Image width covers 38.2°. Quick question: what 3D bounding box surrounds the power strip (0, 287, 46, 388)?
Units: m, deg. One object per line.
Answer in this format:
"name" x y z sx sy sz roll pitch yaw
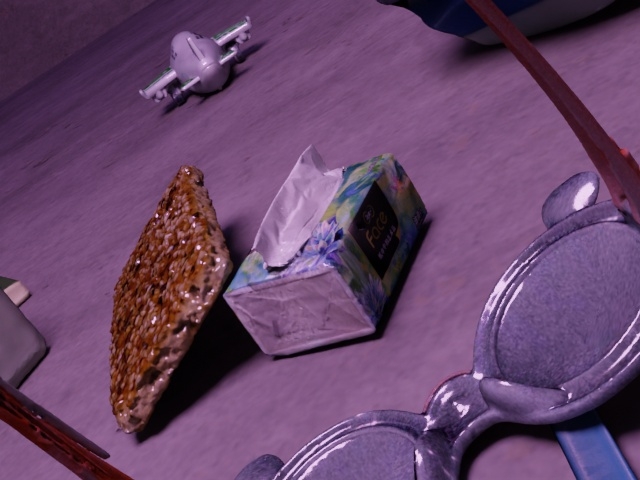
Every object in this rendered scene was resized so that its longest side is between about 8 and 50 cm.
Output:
"power strip" -0.363 0.100 0.754 0.224 0.140 0.139 -17 30 38

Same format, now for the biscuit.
"biscuit" -0.110 0.027 0.634 0.131 0.025 0.231 -61 19 10

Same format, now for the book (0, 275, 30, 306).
"book" -0.428 0.104 0.968 0.202 0.027 0.264 -47 27 -25

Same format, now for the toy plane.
"toy plane" -0.160 -0.234 1.202 0.174 0.080 0.174 -30 22 13

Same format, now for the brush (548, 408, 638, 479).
"brush" 0.104 0.097 0.305 0.051 0.014 0.164 -29 23 9

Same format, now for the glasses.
"glasses" -0.012 0.000 0.330 0.234 0.268 0.118 -41 31 6

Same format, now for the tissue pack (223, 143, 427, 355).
"tissue pack" 0.000 -0.001 0.543 0.085 0.079 0.111 -17 29 36

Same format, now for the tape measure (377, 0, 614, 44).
"tape measure" 0.168 -0.296 0.687 0.262 0.138 0.259 -5 77 56
